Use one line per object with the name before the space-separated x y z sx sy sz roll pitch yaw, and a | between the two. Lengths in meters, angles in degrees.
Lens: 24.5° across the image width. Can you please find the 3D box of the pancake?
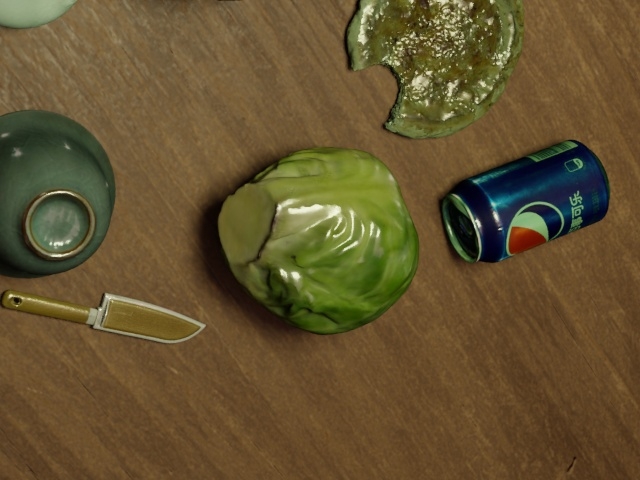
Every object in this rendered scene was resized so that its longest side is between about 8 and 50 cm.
pancake | 0.150 -0.252 1.839 0.253 0.037 0.254 -6 107 -21

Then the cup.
cup | -0.307 -0.035 1.639 0.199 0.150 0.199 -6 107 -21

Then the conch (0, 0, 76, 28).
conch | -0.321 -0.339 1.578 0.185 0.121 0.221 -27 112 -47

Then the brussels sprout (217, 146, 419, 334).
brussels sprout | 0.000 0.000 1.759 0.244 0.244 0.244 -7 107 -22

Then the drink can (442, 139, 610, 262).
drink can | 0.265 -0.048 1.904 0.204 0.118 0.118 -21 112 -15

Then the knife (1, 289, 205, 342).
knife | -0.255 0.087 1.768 0.256 0.022 0.046 14 95 -26
